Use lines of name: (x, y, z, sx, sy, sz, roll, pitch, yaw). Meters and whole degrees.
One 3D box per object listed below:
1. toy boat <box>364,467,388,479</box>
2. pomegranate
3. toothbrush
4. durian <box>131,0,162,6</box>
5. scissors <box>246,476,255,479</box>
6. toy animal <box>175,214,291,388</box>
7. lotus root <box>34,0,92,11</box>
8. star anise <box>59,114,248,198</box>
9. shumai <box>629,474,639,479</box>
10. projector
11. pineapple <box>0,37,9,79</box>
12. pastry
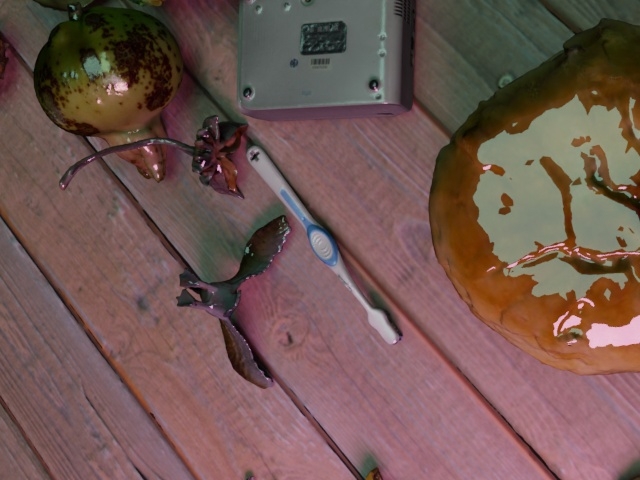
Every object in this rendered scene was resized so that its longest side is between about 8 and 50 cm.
toy boat: (0.130, 0.427, 1.045, 0.088, 0.068, 0.225, -33, 75, 14)
pomegranate: (-0.323, -0.226, 1.161, 0.222, 0.204, 0.276, -12, 86, 21)
toothbrush: (-0.002, 0.000, 1.113, 0.040, 0.040, 0.386, -43, 74, 17)
durian: (-0.177, -0.454, 1.131, 0.395, 0.163, 0.197, 2, 99, 34)
scissors: (-0.106, 0.467, 1.165, 0.134, 0.020, 0.187, 15, 97, 27)
toy animal: (-0.156, 0.074, 1.133, 0.197, 0.160, 0.272, 15, 89, 24)
lotus root: (-0.432, -0.517, 1.245, 0.188, 0.199, 0.179, -17, 44, 12)
star anise: (-0.246, -0.120, 1.145, 0.228, 0.218, 0.148, 9, 131, 17)
shumai: (0.435, 0.384, 0.884, 0.201, 0.120, 0.201, 1, 93, 23)
projector: (0.006, -0.283, 1.074, 0.251, 0.108, 0.198, 2, 90, 23)
pineapple: (-0.749, -0.328, 1.365, 0.361, 0.175, 0.174, -2, 89, 22)
pastry: (0.329, -0.044, 0.861, 0.410, 0.245, 0.409, 1, 92, 20)
